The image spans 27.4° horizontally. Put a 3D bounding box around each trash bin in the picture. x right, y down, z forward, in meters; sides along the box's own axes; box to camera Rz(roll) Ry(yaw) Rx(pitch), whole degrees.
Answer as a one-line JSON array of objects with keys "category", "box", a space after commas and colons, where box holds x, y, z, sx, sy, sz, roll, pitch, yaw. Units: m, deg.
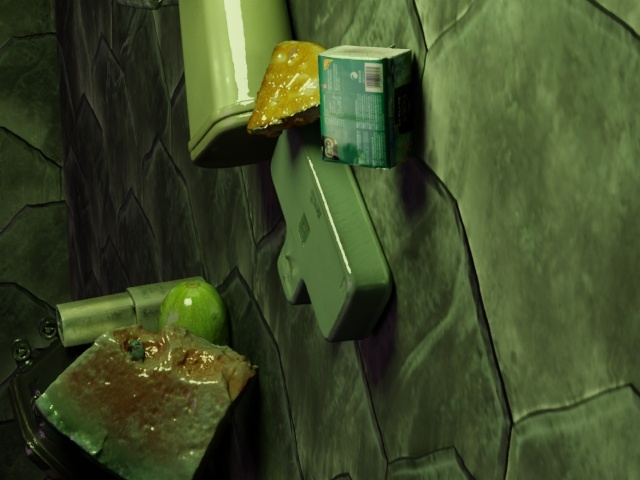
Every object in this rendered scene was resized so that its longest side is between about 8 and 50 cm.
[{"category": "trash bin", "box": [-0.106, -0.235, 1.660, 0.243, 0.121, 0.247, 145, 119, -69]}]

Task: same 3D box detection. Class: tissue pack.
[{"category": "tissue pack", "box": [0.051, -0.136, 1.301, 0.085, 0.079, 0.111, 10, 113, 34]}]

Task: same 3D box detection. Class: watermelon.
[{"category": "watermelon", "box": [-0.275, 0.262, 1.962, 0.302, 0.264, 0.151, -60, -5, 19]}]

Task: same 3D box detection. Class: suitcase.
[{"category": "suitcase", "box": [-0.361, 0.355, 2.266, 0.434, 0.194, 0.283, 49, 179, -31]}]

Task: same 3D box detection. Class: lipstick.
[{"category": "lipstick", "box": [-0.310, 0.121, 2.197, 0.079, 0.253, 0.077, -133, 39, -57]}]

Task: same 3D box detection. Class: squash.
[{"category": "squash", "box": [-0.205, 0.229, 2.145, 0.118, 0.118, 0.370, -124, 30, -53]}]

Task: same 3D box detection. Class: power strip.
[{"category": "power strip", "box": [0.001, 0.000, 1.521, 0.193, 0.059, 0.265, 114, 144, -51]}]

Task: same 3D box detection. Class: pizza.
[{"category": "pizza", "box": [-0.027, -0.162, 1.477, 0.131, 0.041, 0.178, -54, 39, -4]}]

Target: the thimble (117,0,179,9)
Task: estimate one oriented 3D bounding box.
[{"category": "thimble", "box": [-0.222, -0.389, 1.886, 0.150, 0.150, 0.097, -140, 46, -64]}]
